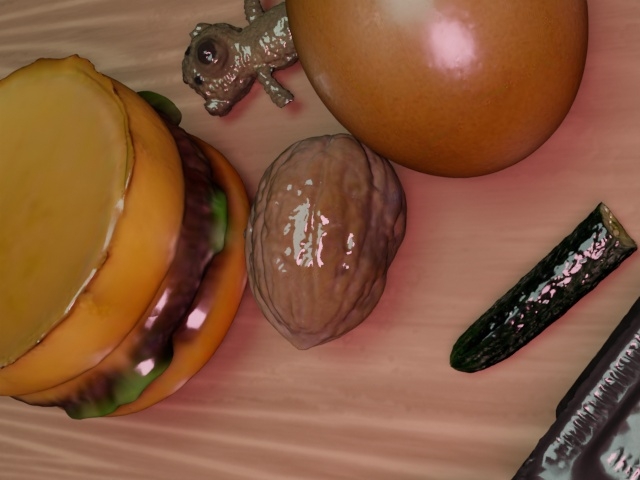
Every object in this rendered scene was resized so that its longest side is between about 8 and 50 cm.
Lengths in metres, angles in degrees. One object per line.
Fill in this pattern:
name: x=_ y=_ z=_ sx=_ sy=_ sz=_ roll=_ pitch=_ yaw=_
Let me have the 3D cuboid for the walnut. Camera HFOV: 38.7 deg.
walnut: x=0.002 y=0.000 z=0.947 sx=0.178 sy=0.178 sz=0.230 roll=4 pitch=77 yaw=34

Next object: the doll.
doll: x=-0.043 y=-0.251 z=1.131 sx=0.285 sy=0.091 sz=0.203 roll=7 pitch=88 yaw=24

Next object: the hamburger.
hamburger: x=-0.275 y=0.023 z=1.052 sx=0.395 sy=0.277 sz=0.396 roll=-12 pitch=64 yaw=27

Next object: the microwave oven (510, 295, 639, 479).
microwave oven: x=0.300 y=0.172 z=0.684 sx=0.237 sy=0.181 sz=0.295 roll=39 pitch=96 yaw=35

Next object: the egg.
egg: x=0.111 y=-0.226 z=0.890 sx=0.282 sy=0.282 sz=0.351 roll=-31 pitch=69 yaw=21

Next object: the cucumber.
cucumber: x=0.205 y=0.055 z=0.869 sx=0.214 sy=0.052 sz=0.058 roll=-44 pitch=35 yaw=13
